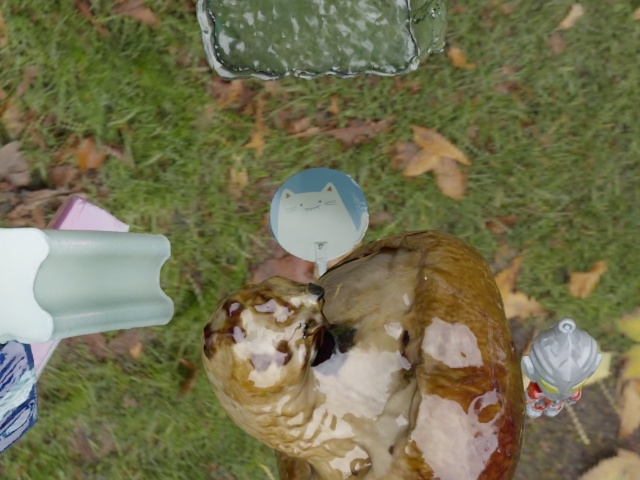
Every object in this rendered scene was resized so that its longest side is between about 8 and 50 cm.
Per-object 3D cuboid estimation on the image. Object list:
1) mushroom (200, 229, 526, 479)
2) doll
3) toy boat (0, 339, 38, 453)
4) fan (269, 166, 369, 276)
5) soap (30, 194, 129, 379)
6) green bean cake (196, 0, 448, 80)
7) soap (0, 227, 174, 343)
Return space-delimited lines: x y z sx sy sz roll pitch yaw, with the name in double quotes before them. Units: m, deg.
"mushroom" 0.027 0.110 0.901 0.254 0.267 0.267 39 76 -6
"doll" 0.274 0.151 1.399 0.094 0.180 0.079 0 50 -2
"toy boat" -0.375 0.074 1.053 0.291 0.220 0.067 49 29 -10
"fan" 0.000 0.000 1.351 0.113 0.005 0.175 -6 71 4
"soap" -0.327 0.085 1.374 0.081 0.181 0.259 34 73 -12
"green bean cake" -0.006 -0.288 1.177 0.132 0.241 0.255 -44 130 -54
"soap" -0.178 0.027 0.749 0.119 0.198 0.066 -1 89 12
